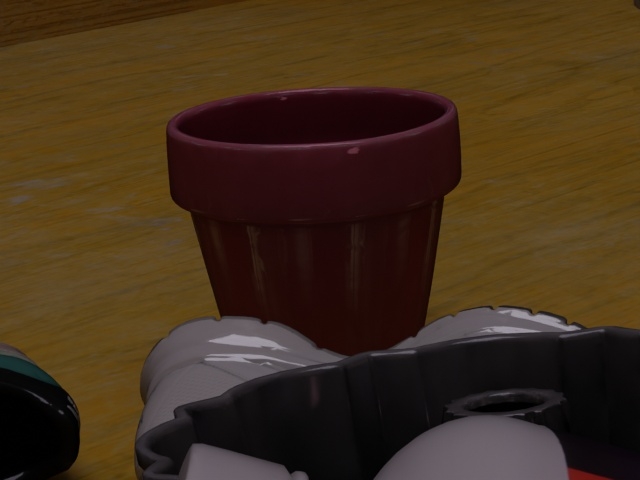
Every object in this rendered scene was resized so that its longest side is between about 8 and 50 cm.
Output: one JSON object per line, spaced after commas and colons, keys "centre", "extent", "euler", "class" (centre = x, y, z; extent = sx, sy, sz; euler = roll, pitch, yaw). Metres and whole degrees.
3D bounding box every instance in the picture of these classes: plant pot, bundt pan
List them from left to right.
{"centre": [0.000, 0.000, 1.242], "extent": [0.201, 0.180, 0.201], "euler": [-4, 15, 1], "class": "plant pot"}
{"centre": [0.088, 0.129, 0.801], "extent": [0.330, 0.124, 0.331], "euler": [-7, 6, 1], "class": "bundt pan"}

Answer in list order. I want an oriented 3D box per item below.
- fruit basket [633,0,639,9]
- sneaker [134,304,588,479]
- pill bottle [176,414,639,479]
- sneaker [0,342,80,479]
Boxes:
{"centre": [0.310, 0.026, 0.931], "extent": [0.165, 0.327, 0.353], "euler": [-43, 22, -6], "class": "fruit basket"}
{"centre": [0.035, 0.114, 1.017], "extent": [0.297, 0.111, 0.129], "euler": [-5, 30, 12], "class": "sneaker"}
{"centre": [0.104, 0.155, 0.480], "extent": [0.323, 0.181, 0.181], "euler": [16, 14, -5], "class": "pill bottle"}
{"centre": [-0.279, 0.117, 1.022], "extent": [0.302, 0.108, 0.121], "euler": [-11, 12, -28], "class": "sneaker"}
